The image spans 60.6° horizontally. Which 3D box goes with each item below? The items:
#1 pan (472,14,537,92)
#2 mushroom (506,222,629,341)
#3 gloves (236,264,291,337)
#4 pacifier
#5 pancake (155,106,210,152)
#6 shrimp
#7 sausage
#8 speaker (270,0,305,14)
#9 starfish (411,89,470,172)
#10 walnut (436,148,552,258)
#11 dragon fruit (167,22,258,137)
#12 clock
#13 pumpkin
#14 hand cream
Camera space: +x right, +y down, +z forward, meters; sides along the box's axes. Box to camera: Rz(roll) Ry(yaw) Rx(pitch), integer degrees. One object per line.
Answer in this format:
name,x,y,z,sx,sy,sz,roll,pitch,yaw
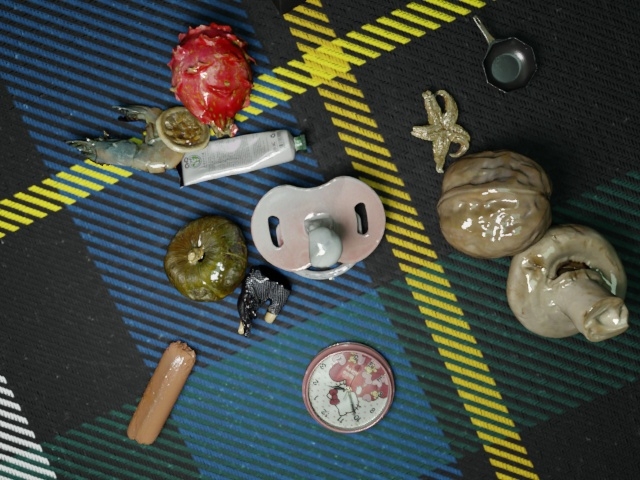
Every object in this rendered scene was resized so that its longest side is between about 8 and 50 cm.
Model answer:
pan,0.457,-0.470,1.366,0.128,0.048,0.201,-15,96,0
mushroom,0.598,0.107,1.288,0.293,0.290,0.292,-1,100,-3
gloves,-0.167,0.158,1.395,0.106,0.129,0.180,45,104,20
pacifier,-0.004,-0.027,1.327,0.332,0.273,0.220,-8,78,1
pancake,-0.342,-0.277,1.364,0.140,0.022,0.139,12,60,-21
shrimp,-0.479,-0.266,1.371,0.289,0.075,0.178,8,74,8
sausage,-0.412,0.397,1.423,0.086,0.086,0.289,27,93,-1
speaker,-0.054,-0.719,1.288,0.254,0.184,0.232,-33,94,0
starfish,0.305,-0.276,1.382,0.150,0.053,0.209,2,96,5
walnut,0.409,-0.086,1.302,0.273,0.227,0.273,10,110,29
dragon fruit,-0.259,-0.380,1.312,0.205,0.210,0.268,-4,100,18
clock,0.073,0.386,1.432,0.245,0.056,0.244,0,96,-1
pumpkin,-0.286,0.048,1.338,0.219,0.162,0.218,-5,75,18
hand cream,-0.201,-0.217,1.375,0.336,0.076,0.121,-11,65,0
